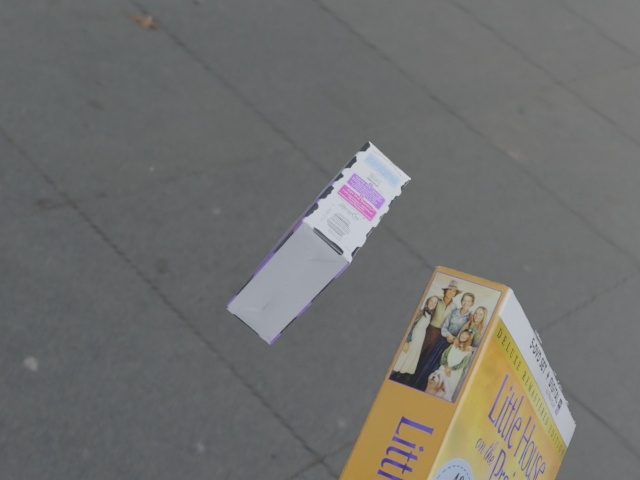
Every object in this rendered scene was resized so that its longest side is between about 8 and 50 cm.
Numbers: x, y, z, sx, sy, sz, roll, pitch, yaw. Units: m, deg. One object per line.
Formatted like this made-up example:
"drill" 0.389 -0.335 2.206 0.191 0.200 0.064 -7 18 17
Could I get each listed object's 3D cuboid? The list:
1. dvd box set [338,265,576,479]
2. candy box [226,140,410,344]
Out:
"dvd box set" 0.062 0.266 0.821 0.062 0.420 0.307 17 -19 27
"candy box" 0.000 0.000 1.291 0.070 0.165 0.196 41 39 -2
